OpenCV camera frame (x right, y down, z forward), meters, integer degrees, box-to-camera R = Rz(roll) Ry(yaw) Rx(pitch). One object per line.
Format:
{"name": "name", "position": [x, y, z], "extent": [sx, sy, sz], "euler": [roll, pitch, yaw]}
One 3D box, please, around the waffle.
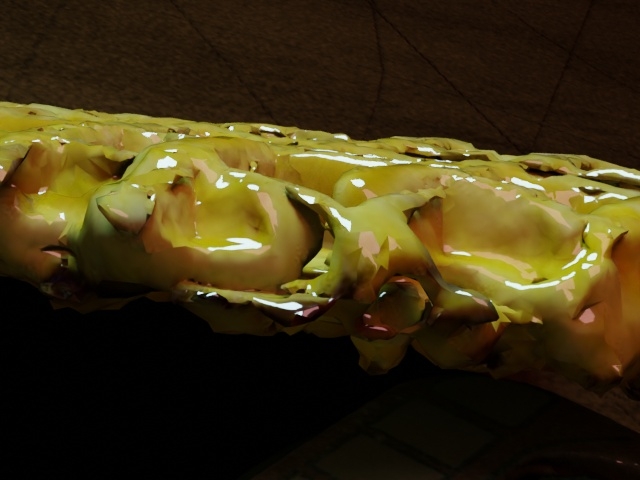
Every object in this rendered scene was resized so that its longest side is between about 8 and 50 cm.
{"name": "waffle", "position": [0.000, 0.000, 0.748], "extent": [0.382, 0.095, 0.380], "euler": [6, 4, -27]}

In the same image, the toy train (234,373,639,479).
{"name": "toy train", "position": [0.022, 0.148, 0.619], "extent": [0.159, 0.129, 0.326], "euler": [27, 28, 23]}
